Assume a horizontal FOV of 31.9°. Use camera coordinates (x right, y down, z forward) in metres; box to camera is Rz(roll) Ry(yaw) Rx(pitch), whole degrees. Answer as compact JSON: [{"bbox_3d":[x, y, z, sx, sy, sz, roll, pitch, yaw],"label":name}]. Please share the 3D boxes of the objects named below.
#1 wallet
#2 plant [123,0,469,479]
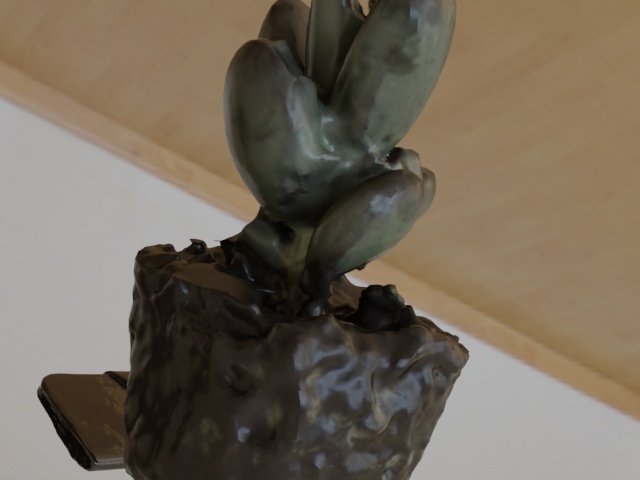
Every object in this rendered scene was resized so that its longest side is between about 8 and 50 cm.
[{"bbox_3d":[-0.099,0.109,0.693,0.157,0.018,0.082,9,-150,-48],"label":"wallet"},{"bbox_3d":[0.001,0.002,0.539,0.146,0.274,0.149,9,175,42],"label":"plant"}]
